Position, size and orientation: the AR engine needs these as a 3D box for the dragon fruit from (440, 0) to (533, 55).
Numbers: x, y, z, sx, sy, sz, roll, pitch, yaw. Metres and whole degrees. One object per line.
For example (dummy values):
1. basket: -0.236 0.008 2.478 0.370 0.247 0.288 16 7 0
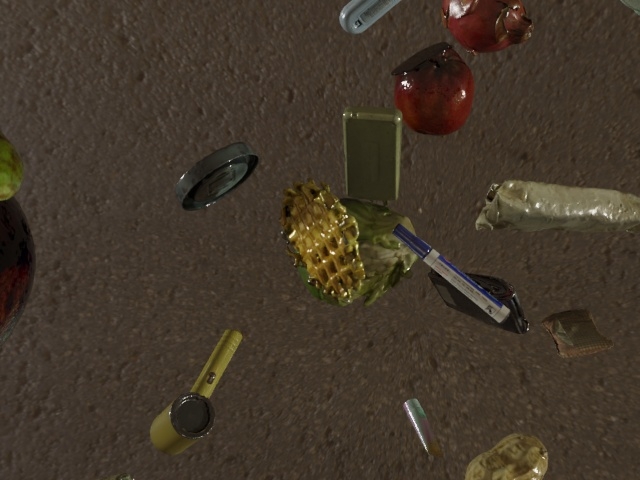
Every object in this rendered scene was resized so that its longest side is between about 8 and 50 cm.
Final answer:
1. dragon fruit: 0.498 -0.692 1.907 0.315 0.250 0.250 34 89 2

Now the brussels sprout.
1. brussels sprout: 0.103 0.016 1.895 0.371 0.276 0.315 -21 47 12

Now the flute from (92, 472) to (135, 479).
1. flute: -0.287 0.272 0.654 0.233 0.027 0.027 -19 80 25

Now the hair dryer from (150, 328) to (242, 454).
1. hair dryer: -0.239 0.299 1.275 0.090 0.135 0.279 36 46 -9

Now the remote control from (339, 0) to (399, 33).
1. remote control: 0.155 -0.621 1.592 0.244 0.087 0.047 -36 51 18

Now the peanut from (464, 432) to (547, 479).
1. peanut: 0.487 0.609 1.636 0.153 0.325 0.140 -12 89 46

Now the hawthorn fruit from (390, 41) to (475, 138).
1. hawthorn fruit: 0.264 -0.328 1.452 0.189 0.251 0.190 -7 46 7

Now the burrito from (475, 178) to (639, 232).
1. burrito: 0.354 -0.044 0.894 0.275 0.082 0.059 2 50 -14

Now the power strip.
1. power strip: 0.070 -0.108 0.832 0.076 0.169 0.028 6 51 9

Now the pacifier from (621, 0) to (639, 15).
1. pacifier: 0.400 -0.297 0.674 0.150 0.117 0.127 -2 119 2

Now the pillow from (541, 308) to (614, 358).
1. pillow: 0.665 0.241 1.629 0.135 0.211 0.034 -18 109 10

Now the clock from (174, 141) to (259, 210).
1. clock: -0.242 -0.149 1.456 0.215 0.215 0.042 -36 82 3

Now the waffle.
1. waffle: -0.003 0.001 1.380 0.280 0.060 0.262 24 123 46

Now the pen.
1. pen: 0.187 0.045 0.894 0.204 0.025 0.025 40 91 6

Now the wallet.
1. wallet: 0.457 0.168 1.795 0.262 0.221 0.071 14 68 37

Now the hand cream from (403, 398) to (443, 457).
1. hand cream: 0.294 0.539 1.782 0.047 0.076 0.174 -44 46 21

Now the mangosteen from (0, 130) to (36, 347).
1. mangosteen: -0.423 0.008 0.600 0.311 0.311 0.311 -1 83 9
